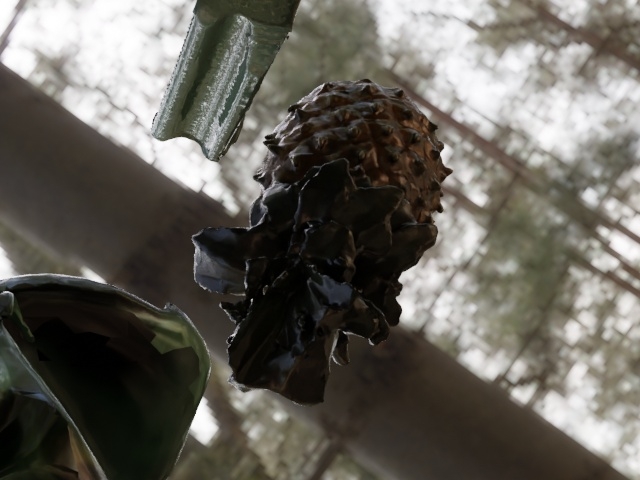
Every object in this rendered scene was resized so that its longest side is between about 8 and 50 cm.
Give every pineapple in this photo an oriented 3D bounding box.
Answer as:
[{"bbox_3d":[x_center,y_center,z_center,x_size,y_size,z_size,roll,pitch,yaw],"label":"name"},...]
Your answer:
[{"bbox_3d":[0.000,0.000,1.124,0.310,0.170,0.141,-71,-23,-59],"label":"pineapple"}]

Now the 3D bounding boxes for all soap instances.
[{"bbox_3d":[-0.055,-0.141,1.050,0.198,0.063,0.114,127,163,-68],"label":"soap"}]

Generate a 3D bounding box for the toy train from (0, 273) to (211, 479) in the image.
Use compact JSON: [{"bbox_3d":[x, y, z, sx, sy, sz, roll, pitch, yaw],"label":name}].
[{"bbox_3d":[-0.088,0.169,0.427,0.237,0.150,0.369,-24,-56,0],"label":"toy train"}]
